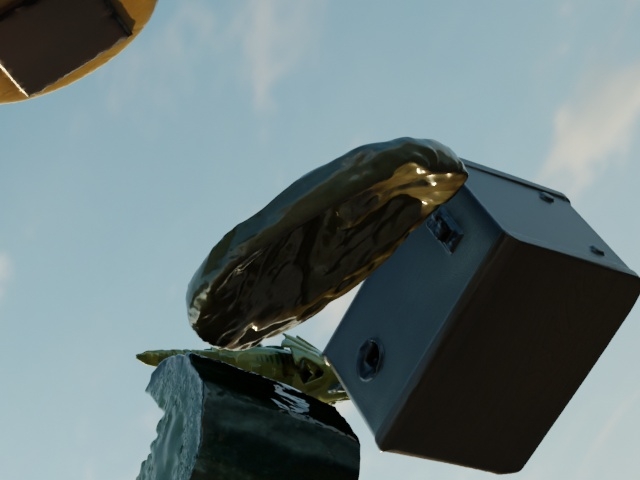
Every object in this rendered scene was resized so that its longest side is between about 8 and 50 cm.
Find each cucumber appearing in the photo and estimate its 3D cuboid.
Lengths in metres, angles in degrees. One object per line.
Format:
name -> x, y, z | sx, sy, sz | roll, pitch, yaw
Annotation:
cucumber -> -0.067, 0.184, 1.141 | 0.130, 0.191, 0.191 | 22, -75, -20

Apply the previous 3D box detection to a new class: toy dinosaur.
toy dinosaur -> -0.077, 0.136, 1.563 | 0.259, 0.094, 0.153 | 9, -20, -27

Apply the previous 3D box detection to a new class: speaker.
speaker -> 0.139, 0.070, 1.403 | 0.192, 0.153, 0.231 | 15, -65, -32

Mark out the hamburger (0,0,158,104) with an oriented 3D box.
hamburger -> -0.301, -0.271, 1.565 | 0.302, 0.170, 0.302 | -27, -21, -11

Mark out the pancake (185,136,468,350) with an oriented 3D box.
pancake -> 0.000, 0.000, 1.180 | 0.242, 0.050, 0.242 | -29, -21, -12
